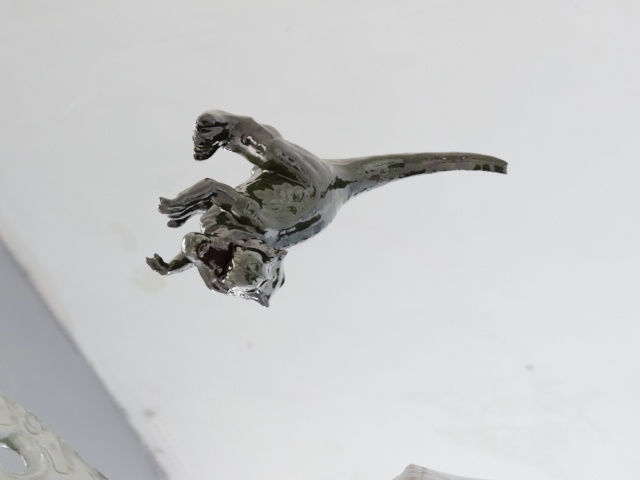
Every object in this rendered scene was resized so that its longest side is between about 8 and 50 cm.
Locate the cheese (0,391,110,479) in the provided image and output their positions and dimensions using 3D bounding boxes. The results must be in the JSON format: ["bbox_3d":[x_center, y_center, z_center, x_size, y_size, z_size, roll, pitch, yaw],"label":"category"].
[{"bbox_3d":[-0.011,0.118,0.311,0.251,0.127,0.054,40,-70,-6],"label":"cheese"}]

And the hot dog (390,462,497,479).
[{"bbox_3d":[0.078,0.183,0.603,0.075,0.144,0.268,-40,-21,12],"label":"hot dog"}]

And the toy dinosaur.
[{"bbox_3d":[0.000,0.000,0.650,0.179,0.187,0.087,21,-51,0],"label":"toy dinosaur"}]
